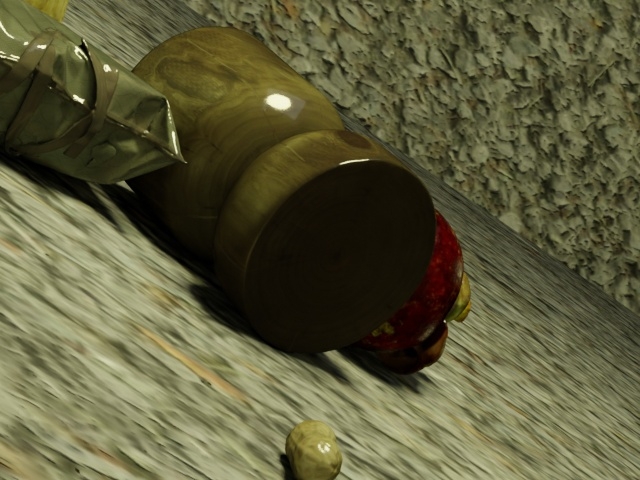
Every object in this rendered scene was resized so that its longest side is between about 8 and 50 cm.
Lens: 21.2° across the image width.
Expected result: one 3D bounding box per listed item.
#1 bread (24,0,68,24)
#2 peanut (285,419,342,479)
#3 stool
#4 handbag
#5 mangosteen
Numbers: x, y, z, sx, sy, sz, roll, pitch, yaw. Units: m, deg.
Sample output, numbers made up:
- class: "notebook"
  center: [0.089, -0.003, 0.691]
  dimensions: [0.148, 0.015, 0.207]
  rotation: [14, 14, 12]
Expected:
- class: "bread"
  center: [-0.349, -0.288, 1.692]
  dimensions: [0.179, 0.133, 0.250]
  rotation: [22, 14, -50]
- class: "peanut"
  center: [-0.004, 0.134, 1.087]
  dimensions: [0.037, 0.037, 0.083]
  rotation: [35, 11, -9]
- class: "stool"
  center: [-0.046, -0.049, 1.431]
  dimensions: [0.179, 0.179, 0.264]
  rotation: [28, 12, -43]
- class: "handbag"
  center: [-0.231, -0.125, 1.339]
  dimensions: [0.182, 0.117, 0.270]
  rotation: [22, -6, 47]
- class: "mangosteen"
  center: [0.061, 0.035, 1.552]
  dimensions: [0.146, 0.156, 0.181]
  rotation: [19, -6, 18]
